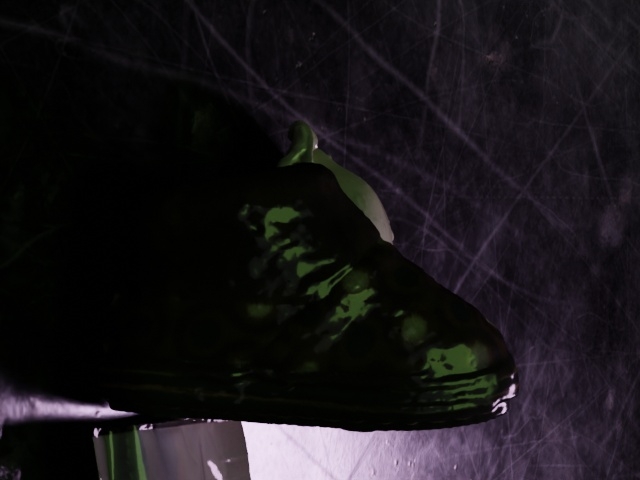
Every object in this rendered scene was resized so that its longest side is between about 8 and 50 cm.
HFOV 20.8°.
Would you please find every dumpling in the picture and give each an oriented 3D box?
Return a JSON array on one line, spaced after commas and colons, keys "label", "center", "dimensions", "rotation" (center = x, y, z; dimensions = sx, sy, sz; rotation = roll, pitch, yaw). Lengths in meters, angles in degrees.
[{"label": "dumpling", "center": [0.000, 0.000, 1.753], "dimensions": [0.193, 0.147, 0.258], "rotation": [-78, 158, -70]}]

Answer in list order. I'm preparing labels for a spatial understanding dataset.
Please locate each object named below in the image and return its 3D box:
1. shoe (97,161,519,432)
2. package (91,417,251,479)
[{"label": "shoe", "center": [-0.007, 0.048, 1.581], "dimensions": [0.171, 0.384, 0.237], "rotation": [169, -76, -83]}, {"label": "package", "center": [-0.131, 0.261, 1.600], "dimensions": [0.251, 0.062, 0.204], "rotation": [5, 75, -61]}]
